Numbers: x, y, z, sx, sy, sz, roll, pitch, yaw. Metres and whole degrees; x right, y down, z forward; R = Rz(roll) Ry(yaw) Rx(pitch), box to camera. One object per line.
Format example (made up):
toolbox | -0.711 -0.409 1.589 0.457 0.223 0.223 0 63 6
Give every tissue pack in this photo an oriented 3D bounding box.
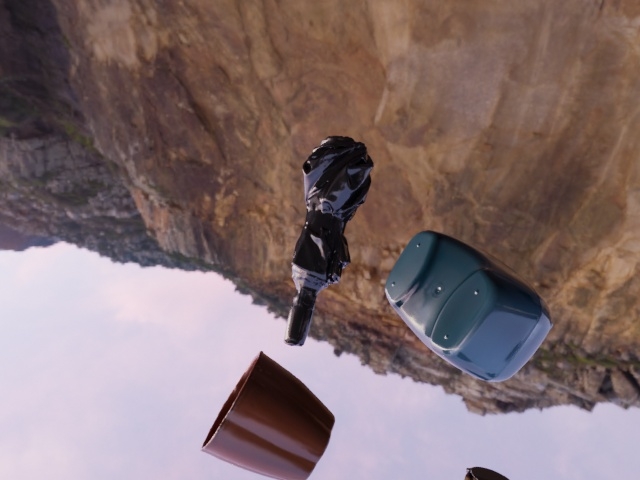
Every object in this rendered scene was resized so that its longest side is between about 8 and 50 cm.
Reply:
tissue pack | 0.271 0.118 1.073 0.206 0.198 0.287 27 -171 -29

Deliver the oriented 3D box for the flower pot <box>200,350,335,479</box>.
flower pot | -0.080 0.309 0.983 0.173 0.190 0.190 34 -156 -3

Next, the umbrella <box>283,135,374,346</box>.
umbrella | 0.000 0.000 0.931 0.118 0.340 0.118 17 175 1

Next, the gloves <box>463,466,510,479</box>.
gloves | 0.325 0.667 1.302 0.141 0.331 0.154 27 -165 37
